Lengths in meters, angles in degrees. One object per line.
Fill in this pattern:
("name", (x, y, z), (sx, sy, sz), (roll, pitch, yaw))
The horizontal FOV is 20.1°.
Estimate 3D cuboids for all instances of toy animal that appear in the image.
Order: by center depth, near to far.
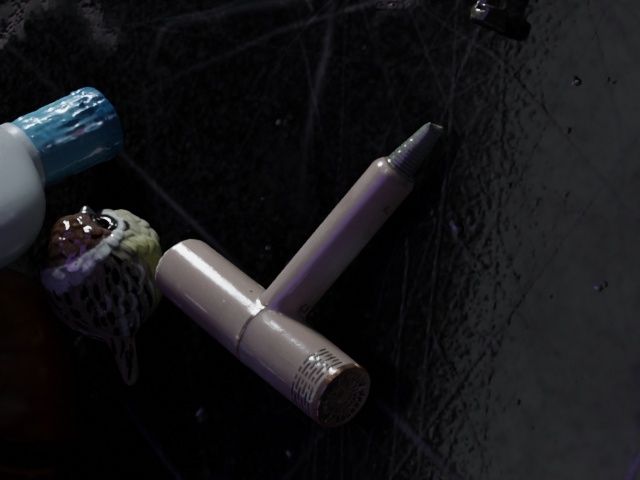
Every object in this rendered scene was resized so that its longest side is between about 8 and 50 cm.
("toy animal", (-0.171, 0.040, 1.391), (0.098, 0.098, 0.137), (-11, 75, 36))

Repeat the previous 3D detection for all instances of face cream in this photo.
("face cream", (-0.301, -0.028, 1.375), (0.163, 0.337, 0.080), (42, 144, 27))

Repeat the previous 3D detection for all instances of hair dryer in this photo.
("hair dryer", (-0.006, -0.008, 1.300), (0.195, 0.054, 0.220), (35, 102, 38))

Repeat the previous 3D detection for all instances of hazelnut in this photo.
("hazelnut", (-0.277, 0.118, 1.412), (0.178, 0.178, 0.204), (23, 94, 39))

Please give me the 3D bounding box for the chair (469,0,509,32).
("chair", (-0.026, -0.423, 1.219), (0.365, 0.362, 0.410), (23, 92, 39))
